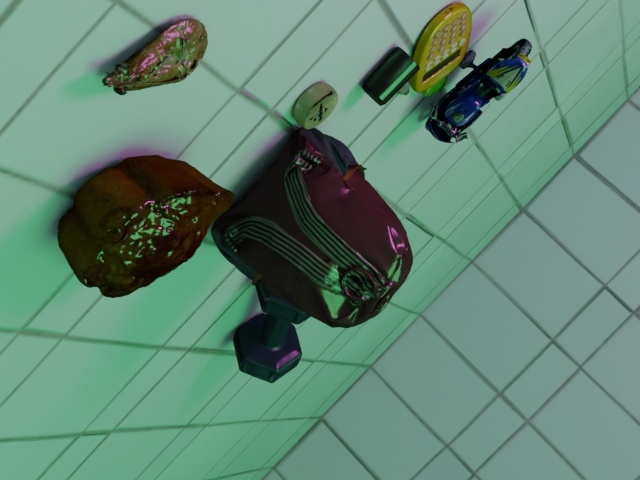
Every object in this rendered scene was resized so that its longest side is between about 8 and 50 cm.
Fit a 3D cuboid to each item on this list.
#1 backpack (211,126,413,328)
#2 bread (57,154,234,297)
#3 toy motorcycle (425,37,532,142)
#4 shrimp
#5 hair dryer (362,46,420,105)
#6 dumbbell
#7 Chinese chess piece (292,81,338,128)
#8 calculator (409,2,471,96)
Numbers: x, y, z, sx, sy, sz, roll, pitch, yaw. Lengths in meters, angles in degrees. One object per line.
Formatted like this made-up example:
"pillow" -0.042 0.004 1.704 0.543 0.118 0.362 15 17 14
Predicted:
"backpack" 0.000 0.000 1.772 0.283 0.317 0.197 -48 163 13
"bread" -0.257 -0.016 1.471 0.232 0.135 0.246 -52 161 22
"toy motorcycle" 0.301 -0.285 2.052 0.315 0.113 0.169 -38 -163 45
"shrimp" -0.207 -0.224 1.291 0.184 0.043 0.091 -38 154 -40
"hair dryer" 0.139 -0.284 1.893 0.100 0.057 0.197 -45 167 8
"dumbbell" -0.090 0.169 2.225 0.143 0.156 0.316 -2 143 -20
"Chinese chess piece" -0.008 -0.223 1.721 0.084 0.034 0.084 -39 162 -15
"calculator" 0.224 -0.352 1.945 0.146 0.032 0.235 -37 159 -21
